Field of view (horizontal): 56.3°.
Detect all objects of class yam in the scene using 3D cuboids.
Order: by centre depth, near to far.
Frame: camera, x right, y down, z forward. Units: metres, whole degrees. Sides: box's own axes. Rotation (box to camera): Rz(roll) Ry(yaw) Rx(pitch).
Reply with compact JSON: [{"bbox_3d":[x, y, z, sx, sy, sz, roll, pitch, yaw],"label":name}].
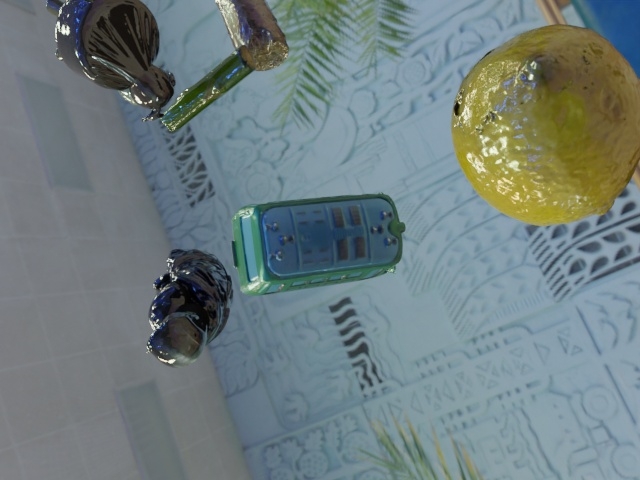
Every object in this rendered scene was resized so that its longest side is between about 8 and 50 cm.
[{"bbox_3d":[-0.166,-0.522,1.451,0.129,0.128,0.238,-5,-120,-40],"label":"yam"}]

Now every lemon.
[{"bbox_3d":[0.285,-0.134,0.752,0.228,0.228,0.254,-85,-29,-59],"label":"lemon"}]

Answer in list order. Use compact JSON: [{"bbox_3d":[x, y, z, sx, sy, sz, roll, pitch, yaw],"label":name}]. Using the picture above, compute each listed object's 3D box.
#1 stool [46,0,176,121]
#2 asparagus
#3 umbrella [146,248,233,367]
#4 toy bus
[{"bbox_3d":[-0.284,-0.261,0.828,0.121,0.125,0.217,26,162,34],"label":"stool"},{"bbox_3d":[-0.170,-0.224,0.899,0.041,0.178,0.045,13,-128,-57],"label":"asparagus"},{"bbox_3d":[-0.097,0.051,0.437,0.071,0.070,0.248,59,177,-12],"label":"umbrella"},{"bbox_3d":[0.000,0.000,1.210,0.199,0.343,0.184,155,106,-69],"label":"toy bus"}]
